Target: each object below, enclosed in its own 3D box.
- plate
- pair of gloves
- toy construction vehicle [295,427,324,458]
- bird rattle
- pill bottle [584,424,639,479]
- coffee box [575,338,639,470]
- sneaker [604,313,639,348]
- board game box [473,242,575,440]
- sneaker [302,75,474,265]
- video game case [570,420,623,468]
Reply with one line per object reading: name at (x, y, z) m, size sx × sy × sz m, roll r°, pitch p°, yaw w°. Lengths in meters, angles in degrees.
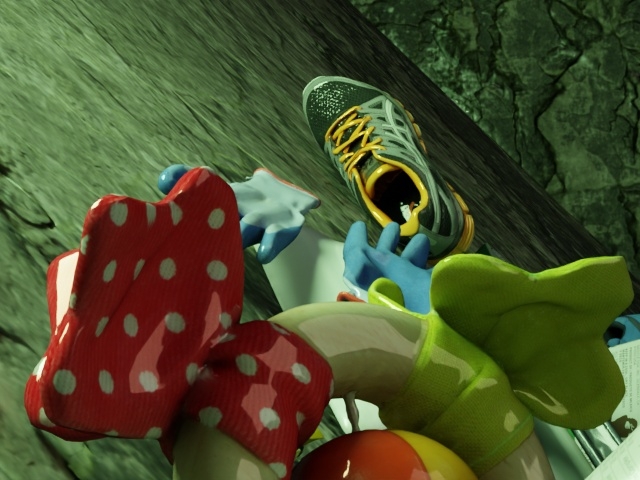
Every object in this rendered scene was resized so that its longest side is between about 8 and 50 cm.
plate at (0.089, 0.105, 1.110) m, size 0.277 × 0.045 × 0.278 m, roll 39°, pitch 11°, yaw -27°
pair of gloves at (0.000, 0.000, 1.078) m, size 0.198 × 0.023 × 0.159 m, roll 28°, pitch 19°, yaw 8°
toy construction vehicle at (-0.013, 0.098, 0.787) m, size 0.098 × 0.035 × 0.086 m, roll 37°, pitch 8°, yaw 15°
bird rattle at (0.015, 0.076, 0.664) m, size 0.253 × 0.143 × 0.207 m, roll 9°, pitch 56°, yaw -43°
pill bottle at (0.104, 0.134, 0.547) m, size 0.121 × 0.221 × 0.121 m, roll 41°, pitch 10°, yaw -9°
coffee box at (0.309, 0.116, 1.269) m, size 0.141 × 0.246 × 0.098 m, roll 12°, pitch 70°, yaw -30°
sneaker at (0.347, 0.147, 1.916) m, size 0.082 × 0.069 × 0.209 m, roll 8°, pitch 29°, yaw -10°
board game box at (0.220, 0.126, 1.525) m, size 0.213 × 0.046 × 0.317 m, roll 40°, pitch 11°, yaw -12°
sneaker at (0.051, -0.071, 1.580) m, size 0.215 × 0.084 × 0.083 m, roll 49°, pitch 17°, yaw 26°
video game case at (0.204, 0.167, 1.149) m, size 0.274 × 0.026 × 0.196 m, roll 58°, pitch 3°, yaw 38°
